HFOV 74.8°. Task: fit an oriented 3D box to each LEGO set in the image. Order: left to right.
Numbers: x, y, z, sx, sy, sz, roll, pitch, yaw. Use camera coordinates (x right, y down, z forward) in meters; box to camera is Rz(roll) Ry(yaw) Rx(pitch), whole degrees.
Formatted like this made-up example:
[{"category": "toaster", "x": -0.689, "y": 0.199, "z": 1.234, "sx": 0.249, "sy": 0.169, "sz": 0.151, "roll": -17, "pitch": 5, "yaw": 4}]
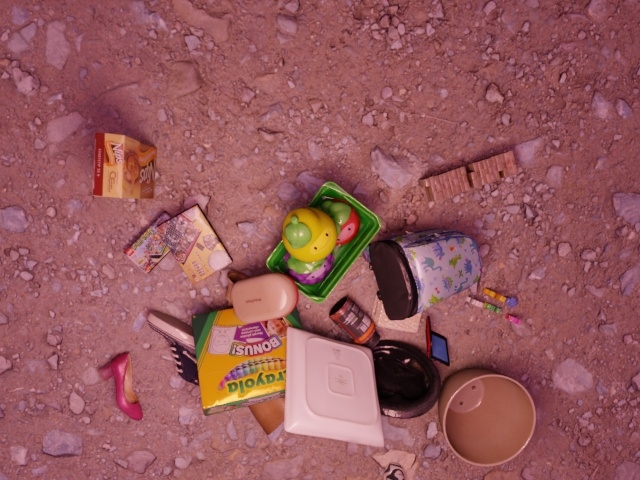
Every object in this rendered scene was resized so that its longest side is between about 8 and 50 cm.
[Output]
[{"category": "LEGO set", "x": 0.684, "y": 0.243, "z": 1.594, "sx": 0.227, "sy": 0.093, "sz": 0.087, "roll": 23, "pitch": 93, "yaw": -6}]

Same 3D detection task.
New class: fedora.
[{"category": "fedora", "x": 0.263, "y": 0.528, "z": 1.528, "sx": 0.334, "sy": 0.334, "sz": 0.152, "roll": -10, "pitch": 129, "yaw": -4}]

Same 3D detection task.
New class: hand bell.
[{"category": "hand bell", "x": -0.335, "y": 0.242, "z": 1.521, "sx": 0.126, "sy": 0.126, "sz": 0.242, "roll": 29, "pitch": 104, "yaw": -7}]

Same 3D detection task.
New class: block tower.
[{"category": "block tower", "x": 0.539, "y": -0.232, "z": 1.539, "sx": 0.335, "sy": 0.091, "sz": 0.097, "roll": -17, "pitch": 96, "yaw": -2}]

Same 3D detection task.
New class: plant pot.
[{"category": "plant pot", "x": -0.193, "y": 0.509, "z": 1.502, "sx": 0.254, "sy": 0.237, "sz": 0.237, "roll": 43, "pitch": 91, "yaw": 8}]

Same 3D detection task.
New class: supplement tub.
[{"category": "supplement tub", "x": 0.131, "y": 0.311, "z": 1.550, "sx": 0.106, "sy": 0.106, "sz": 0.198, "roll": -43, "pitch": 97, "yaw": 0}]

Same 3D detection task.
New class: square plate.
[{"category": "square plate", "x": 0.051, "y": 0.455, "z": 1.342, "sx": 0.347, "sy": 0.344, "sz": 0.049, "roll": 21, "pitch": 132, "yaw": -23}]

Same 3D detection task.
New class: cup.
[{"category": "cup", "x": 0.572, "y": 0.609, "z": 1.547, "sx": 0.331, "sy": 0.237, "sz": 0.331, "roll": 0, "pitch": 95, "yaw": -4}]

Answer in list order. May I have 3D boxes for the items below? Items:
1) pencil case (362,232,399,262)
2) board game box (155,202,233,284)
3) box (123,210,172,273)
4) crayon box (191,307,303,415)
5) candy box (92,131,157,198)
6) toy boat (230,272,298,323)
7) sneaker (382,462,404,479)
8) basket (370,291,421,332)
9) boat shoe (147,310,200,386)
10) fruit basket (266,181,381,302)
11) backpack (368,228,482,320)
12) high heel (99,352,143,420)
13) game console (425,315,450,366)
[{"category": "pencil case", "x": 0.226, "y": 0.026, "z": 1.551, "sx": 0.152, "sy": 0.064, "sz": 0.070, "roll": -23, "pitch": 101, "yaw": -2}, {"category": "board game box", "x": -0.442, "y": 0.014, "z": 1.480, "sx": 0.165, "sy": 0.042, "sz": 0.243, "roll": -29, "pitch": 109, "yaw": -5}, {"category": "box", "x": -0.587, "y": 0.007, "z": 1.498, "sx": 0.114, "sy": 0.036, "sz": 0.207, "roll": 44, "pitch": 91, "yaw": -7}, {"category": "crayon box", "x": -0.228, "y": 0.377, "z": 1.403, "sx": 0.363, "sy": 0.106, "sz": 0.313, "roll": -8, "pitch": 54, "yaw": -18}, {"category": "candy box", "x": -0.612, "y": -0.226, "z": 1.333, "sx": 0.088, "sy": 0.316, "sz": 0.183, "roll": 6, "pitch": 95, "yaw": -6}, {"category": "toy boat", "x": -0.174, "y": 0.184, "z": 1.398, "sx": 0.231, "sy": 0.151, "sz": 0.151, "roll": -14, "pitch": 90, "yaw": 25}, {"category": "sneaker", "x": 0.272, "y": 1.000, "z": 1.602, "sx": 0.094, "sy": 0.153, "sz": 0.235, "roll": 23, "pitch": 93, "yaw": -5}, {"category": "basket", "x": 0.285, "y": 0.269, "z": 1.559, "sx": 0.167, "sy": 0.103, "sz": 0.113, "roll": 11, "pitch": 95, "yaw": -6}, {"category": "boat shoe", "x": -0.493, "y": 0.398, "z": 1.495, "sx": 0.340, "sy": 0.127, "sz": 0.158, "roll": 32, "pitch": 86, "yaw": -7}, {"category": "fruit basket", "x": 0.000, "y": 0.000, "z": 1.382, "sx": 0.283, "sy": 0.392, "sz": 0.392, "roll": 37, "pitch": 92, "yaw": -7}, {"category": "backpack", "x": 0.385, "y": 0.092, "z": 1.472, "sx": 0.355, "sy": 0.273, "sz": 0.290, "roll": -16, "pitch": 93, "yaw": -40}, {"category": "high heel", "x": -0.688, "y": 0.532, "z": 1.524, "sx": 0.117, "sy": 0.082, "sz": 0.244, "roll": -32, "pitch": 89, "yaw": -3}, {"category": "game console", "x": 0.436, "y": 0.371, "z": 1.553, "sx": 0.085, "sy": 0.144, "sz": 0.124, "roll": 0, "pitch": 125, "yaw": 9}]
